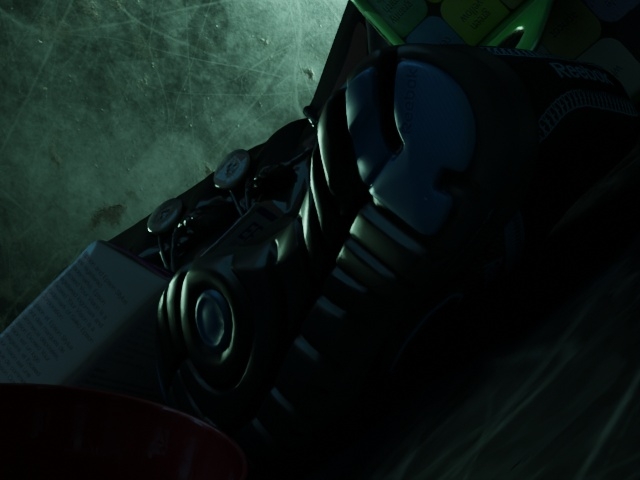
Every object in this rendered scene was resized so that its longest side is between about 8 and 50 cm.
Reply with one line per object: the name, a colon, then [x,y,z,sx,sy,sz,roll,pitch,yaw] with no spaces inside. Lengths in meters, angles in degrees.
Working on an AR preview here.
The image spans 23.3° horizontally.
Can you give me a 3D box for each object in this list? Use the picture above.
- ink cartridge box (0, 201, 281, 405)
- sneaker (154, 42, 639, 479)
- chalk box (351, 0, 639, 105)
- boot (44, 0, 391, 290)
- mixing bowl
ink cartridge box: [-0.132,0.096,1.099,0.330,0.071,0.324,-44,-17,3]
sneaker: [0.028,0.025,0.790,0.139,0.125,0.341,-10,-23,-38]
chalk box: [0.154,-0.174,0.977,0.180,0.179,0.289,-41,4,46]
boot: [-0.056,-0.051,1.415,0.445,0.146,0.367,-38,23,26]
mixing bowl: [-0.128,0.140,0.723,0.181,0.181,0.098,-56,-27,-77]
